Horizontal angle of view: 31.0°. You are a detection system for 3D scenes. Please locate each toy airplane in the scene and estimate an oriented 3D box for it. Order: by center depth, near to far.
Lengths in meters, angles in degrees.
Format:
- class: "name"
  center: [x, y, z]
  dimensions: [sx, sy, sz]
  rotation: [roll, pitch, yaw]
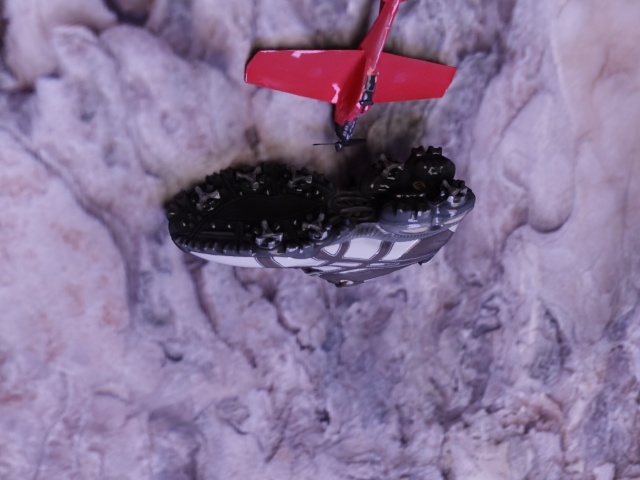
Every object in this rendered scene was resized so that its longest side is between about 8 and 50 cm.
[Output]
- class: "toy airplane"
  center: [0.034, -0.119, 0.706]
  dimensions: [0.151, 0.028, 0.151]
  rotation: [-15, 129, -20]

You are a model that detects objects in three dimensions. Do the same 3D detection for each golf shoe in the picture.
- class: "golf shoe"
  center: [0.000, 0.000, 0.743]
  dimensions: [0.198, 0.077, 0.094]
  rotation: [-5, 141, -14]
